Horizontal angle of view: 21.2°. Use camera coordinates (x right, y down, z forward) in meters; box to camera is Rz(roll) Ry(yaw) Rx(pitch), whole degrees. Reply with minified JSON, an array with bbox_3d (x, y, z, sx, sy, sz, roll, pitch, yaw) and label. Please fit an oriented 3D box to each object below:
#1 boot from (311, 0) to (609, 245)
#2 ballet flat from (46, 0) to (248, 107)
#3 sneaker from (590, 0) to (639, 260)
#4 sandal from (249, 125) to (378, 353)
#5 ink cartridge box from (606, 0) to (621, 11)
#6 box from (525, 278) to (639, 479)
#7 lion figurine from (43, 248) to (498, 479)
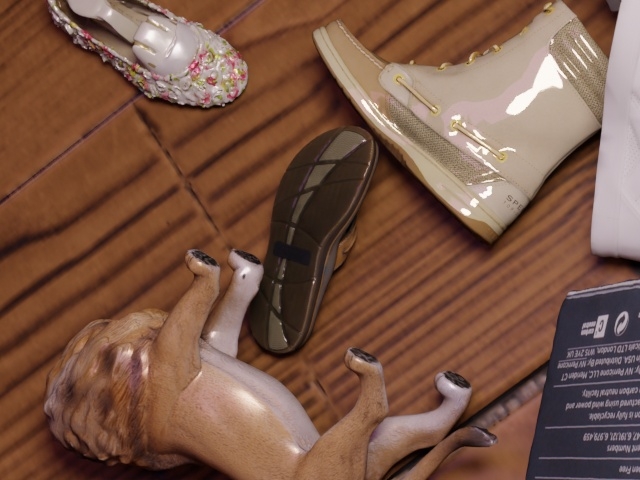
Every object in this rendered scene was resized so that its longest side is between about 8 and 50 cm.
[{"bbox_3d":[0.135,-0.152,1.535,0.203,0.095,0.262,-43,67,4],"label":"boot"},{"bbox_3d":[-0.182,-0.200,1.678,0.241,0.077,0.091,26,84,24],"label":"ballet flat"},{"bbox_3d":[0.320,-0.110,1.398,0.169,0.108,0.292,11,120,19],"label":"sneaker"},{"bbox_3d":[0.000,0.000,1.565,0.090,0.060,0.219,19,96,36],"label":"sandal"},{"bbox_3d":[0.374,-0.330,1.454,0.289,0.121,0.211,-7,73,18],"label":"ink cartridge box"},{"bbox_3d":[0.307,0.254,1.215,0.293,0.212,0.395,18,77,-17],"label":"box"},{"bbox_3d":[-0.059,0.160,1.492,0.392,0.142,0.240,32,105,19],"label":"lion figurine"}]
